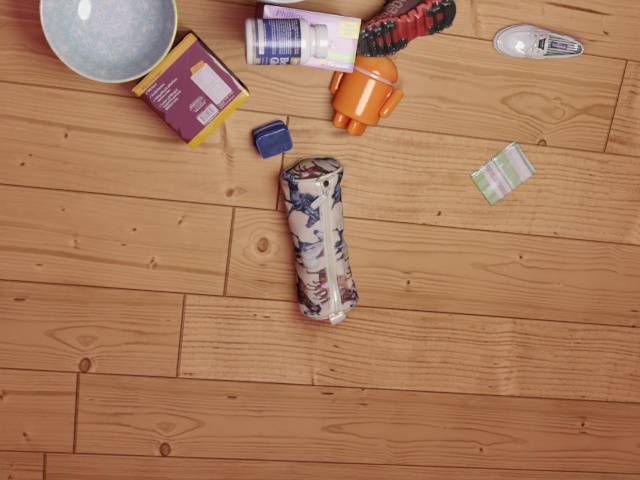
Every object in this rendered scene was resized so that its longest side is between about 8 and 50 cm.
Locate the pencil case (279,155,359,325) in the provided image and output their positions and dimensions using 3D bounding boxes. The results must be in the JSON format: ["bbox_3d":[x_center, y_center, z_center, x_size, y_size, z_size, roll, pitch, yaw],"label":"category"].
[{"bbox_3d":[0.000,0.000,1.946,0.159,0.183,0.411,-10,110,-6],"label":"pencil case"}]

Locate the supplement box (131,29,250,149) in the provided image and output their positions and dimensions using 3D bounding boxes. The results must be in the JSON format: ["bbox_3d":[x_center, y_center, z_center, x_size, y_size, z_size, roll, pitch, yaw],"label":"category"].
[{"bbox_3d":[-0.303,-0.357,1.808,0.191,0.129,0.194,-43,109,7],"label":"supplement box"}]

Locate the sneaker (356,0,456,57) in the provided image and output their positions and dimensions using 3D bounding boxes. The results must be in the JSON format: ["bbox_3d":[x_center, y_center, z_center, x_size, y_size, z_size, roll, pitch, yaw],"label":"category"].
[{"bbox_3d":[0.179,-0.521,1.822,0.276,0.135,0.098,-26,139,-13],"label":"sneaker"}]

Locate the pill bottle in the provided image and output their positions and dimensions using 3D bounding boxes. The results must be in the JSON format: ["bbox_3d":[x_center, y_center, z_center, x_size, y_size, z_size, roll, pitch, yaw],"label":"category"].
[{"bbox_3d":[-0.071,-0.411,1.586,0.169,0.094,0.094,-3,108,-7],"label":"pill bottle"}]

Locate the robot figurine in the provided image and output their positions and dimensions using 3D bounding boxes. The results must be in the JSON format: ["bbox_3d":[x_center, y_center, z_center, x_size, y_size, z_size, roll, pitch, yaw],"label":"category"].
[{"bbox_3d":[0.110,-0.365,1.871,0.128,0.158,0.220,16,105,-30],"label":"robot figurine"}]

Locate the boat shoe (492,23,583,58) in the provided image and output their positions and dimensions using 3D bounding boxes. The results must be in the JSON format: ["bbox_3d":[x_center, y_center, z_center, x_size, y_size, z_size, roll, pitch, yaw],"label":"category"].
[{"bbox_3d":[0.550,-0.498,1.922,0.226,0.076,0.083,-2,108,-8],"label":"boat shoe"}]

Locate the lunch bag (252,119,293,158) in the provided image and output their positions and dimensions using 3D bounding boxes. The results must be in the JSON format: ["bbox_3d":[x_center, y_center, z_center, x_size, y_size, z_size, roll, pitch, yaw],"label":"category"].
[{"bbox_3d":[-0.124,-0.251,1.906,0.098,0.065,0.067,-20,125,-3],"label":"lunch bag"}]

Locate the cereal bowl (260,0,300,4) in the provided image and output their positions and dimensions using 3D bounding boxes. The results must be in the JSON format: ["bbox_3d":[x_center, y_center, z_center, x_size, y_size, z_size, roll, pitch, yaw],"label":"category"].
[{"bbox_3d":[-0.109,-0.674,1.636,0.338,0.141,0.339,-4,100,-24],"label":"cereal bowl"}]

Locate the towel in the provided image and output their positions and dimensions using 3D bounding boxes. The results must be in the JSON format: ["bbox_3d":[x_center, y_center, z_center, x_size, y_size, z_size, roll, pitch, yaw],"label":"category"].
[{"bbox_3d":[0.489,-0.177,2.047,0.152,0.023,0.113,-38,109,5],"label":"towel"}]

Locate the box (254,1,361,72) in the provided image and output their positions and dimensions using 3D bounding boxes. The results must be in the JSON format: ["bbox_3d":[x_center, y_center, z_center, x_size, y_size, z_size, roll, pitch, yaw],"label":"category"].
[{"bbox_3d":[-0.040,-0.468,1.753,0.213,0.243,0.117,6,107,-11],"label":"box"}]

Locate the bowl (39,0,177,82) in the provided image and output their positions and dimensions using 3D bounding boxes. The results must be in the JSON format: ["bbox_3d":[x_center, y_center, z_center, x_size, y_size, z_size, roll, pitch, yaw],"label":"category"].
[{"bbox_3d":[-0.465,-0.506,1.720,0.289,0.156,0.290,-2,108,-8],"label":"bowl"}]
